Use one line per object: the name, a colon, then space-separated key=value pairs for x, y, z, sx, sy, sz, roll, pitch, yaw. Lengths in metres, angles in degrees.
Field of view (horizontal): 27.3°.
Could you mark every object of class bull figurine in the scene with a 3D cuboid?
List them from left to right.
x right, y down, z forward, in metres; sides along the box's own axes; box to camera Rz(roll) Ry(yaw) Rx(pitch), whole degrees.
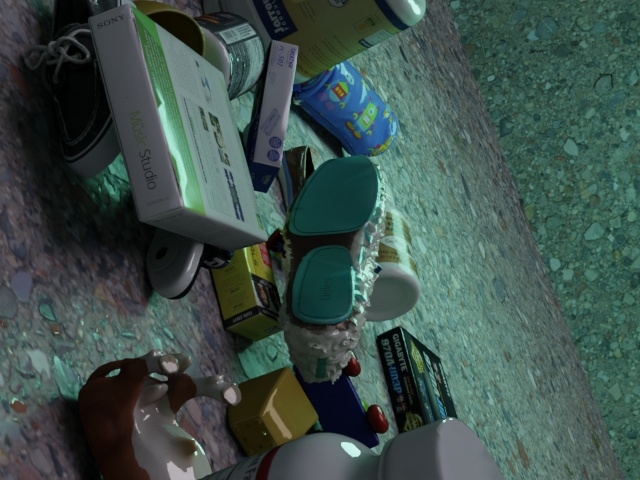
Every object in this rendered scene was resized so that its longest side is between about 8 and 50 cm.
bull figurine: x=-0.131 y=0.247 z=1.262 sx=0.101 sy=0.188 sz=0.310 roll=-20 pitch=78 yaw=-52

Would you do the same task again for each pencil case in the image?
pencil case: x=0.030 y=-0.258 z=2.418 sx=0.306 sy=0.119 sz=0.133 roll=40 pitch=72 yaw=-53

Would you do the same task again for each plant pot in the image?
plant pot: x=-0.231 y=-0.260 z=1.726 sx=0.134 sy=0.134 sz=0.095 roll=44 pitch=3 yaw=-47
plant pot: x=-0.067 y=0.218 z=1.611 sx=0.081 sy=0.081 sz=0.083 roll=60 pitch=31 yaw=-13

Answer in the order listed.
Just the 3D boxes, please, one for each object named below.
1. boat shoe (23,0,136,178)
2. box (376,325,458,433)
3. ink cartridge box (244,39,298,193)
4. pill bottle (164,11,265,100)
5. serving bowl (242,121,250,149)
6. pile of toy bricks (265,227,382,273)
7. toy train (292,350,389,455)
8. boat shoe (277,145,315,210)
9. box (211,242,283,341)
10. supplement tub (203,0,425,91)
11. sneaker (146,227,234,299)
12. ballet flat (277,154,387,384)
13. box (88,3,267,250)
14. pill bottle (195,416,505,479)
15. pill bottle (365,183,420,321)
boat shoe: x=-0.275 y=-0.206 z=1.526 sx=0.105 sy=0.113 sz=0.306 roll=38 pitch=37 yaw=-37
box: x=0.175 y=0.274 z=2.235 sx=0.175 sy=0.051 sz=0.220 roll=41 pitch=29 yaw=-51
ink cartridge box: x=-0.076 y=-0.184 z=1.965 sx=0.097 sy=0.046 sz=0.207 roll=125 pitch=-26 yaw=-64
pill bottle: x=-0.156 y=-0.259 z=1.896 sx=0.130 sy=0.130 sz=0.246 roll=62 pitch=18 yaw=-7
serving bowl: x=-0.098 y=-0.145 z=2.066 sx=0.083 sy=0.027 sz=0.083 roll=54 pitch=21 yaw=-31
pile of toy bricks: x=0.000 y=0.000 z=2.029 sx=0.212 sy=0.118 sz=0.105 roll=33 pitch=18 yaw=-42
toy train: x=0.045 y=0.260 z=1.845 sx=0.248 sy=0.105 sz=0.143 roll=64 pitch=5 yaw=-3
boat shoe: x=-0.020 y=-0.072 z=2.123 sx=0.066 sy=0.066 sz=0.183 roll=20 pitch=47 yaw=-64
box: x=-0.111 y=0.015 z=1.773 sx=0.087 sy=0.058 sz=0.232 roll=33 pitch=36 yaw=-58
supplement tub: x=-0.011 y=-0.397 z=2.170 sx=0.228 sy=0.316 sz=0.228 roll=53 pitch=21 yaw=-31
sneaker: x=-0.150 y=0.014 z=1.636 sx=0.121 sy=0.079 sz=0.217 roll=50 pitch=23 yaw=-37
ballet flat: x=0.012 y=0.041 z=1.813 sx=0.147 sy=0.147 sz=0.409 roll=55 pitch=28 yaw=-27
box: x=-0.156 y=-0.117 z=1.515 sx=0.322 sy=0.058 sz=0.232 roll=29 pitch=44 yaw=-76
pill bottle: x=-0.045 y=0.291 z=1.041 sx=0.229 sy=0.407 sz=0.229 roll=53 pitch=22 yaw=-32
pill bottle: x=0.088 y=0.011 z=2.211 sx=0.131 sy=0.131 sz=0.229 roll=47 pitch=25 yaw=-43
